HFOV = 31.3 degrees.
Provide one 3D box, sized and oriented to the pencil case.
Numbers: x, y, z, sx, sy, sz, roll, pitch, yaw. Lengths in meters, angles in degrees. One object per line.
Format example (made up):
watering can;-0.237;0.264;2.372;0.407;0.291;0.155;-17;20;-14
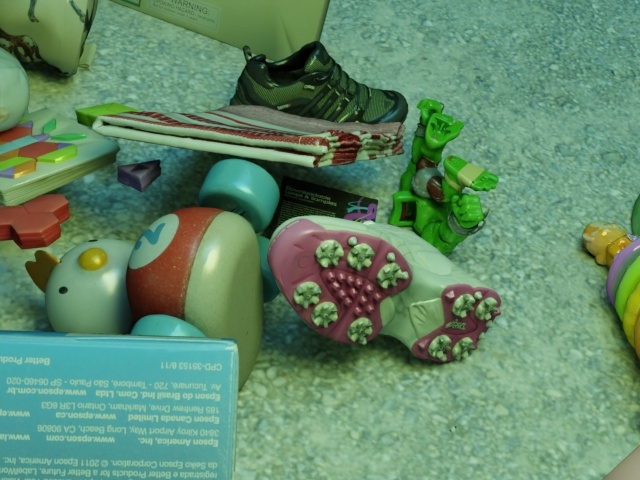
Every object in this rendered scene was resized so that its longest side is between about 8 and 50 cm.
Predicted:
pencil case;-0.451;-0.296;1.313;0.410;0.183;0.160;8;62;-18

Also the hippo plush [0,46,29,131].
hippo plush;-0.395;-0.204;1.113;0.294;0.237;0.234;-10;10;-24

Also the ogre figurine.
ogre figurine;0.133;-0.062;1.307;0.097;0.118;0.197;-12;52;-33

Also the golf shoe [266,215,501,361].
golf shoe;0.047;0.033;1.141;0.306;0.115;0.140;25;19;-44

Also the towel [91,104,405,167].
towel;-0.059;-0.116;1.194;0.237;0.037;0.329;9;9;16

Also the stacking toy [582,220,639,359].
stacking toy;0.381;0.058;1.262;0.175;0.166;0.302;6;28;-24

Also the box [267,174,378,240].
box;0.000;0.000;1.267;0.116;0.029;0.162;15;44;-3

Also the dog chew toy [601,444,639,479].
dog chew toy;0.369;0.310;0.947;0.206;0.207;0.332;-28;66;-37

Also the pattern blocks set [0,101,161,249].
pattern blocks set;-0.308;-0.088;1.176;0.324;0.026;0.285;15;34;33

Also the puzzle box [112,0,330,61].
puzzle box;-0.171;-0.403;1.451;0.409;0.272;0.052;21;43;4

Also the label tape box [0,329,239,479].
label tape box;-0.190;0.242;0.840;0.249;0.115;0.348;2;88;-5

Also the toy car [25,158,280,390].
toy car;-0.177;0.046;1.058;0.238;0.210;0.219;11;53;12

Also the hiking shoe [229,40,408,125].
hiking shoe;0.007;-0.182;1.393;0.226;0.114;0.086;1;46;-16

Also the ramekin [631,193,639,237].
ramekin;0.548;-0.030;1.379;0.303;0.148;0.303;9;43;-8
